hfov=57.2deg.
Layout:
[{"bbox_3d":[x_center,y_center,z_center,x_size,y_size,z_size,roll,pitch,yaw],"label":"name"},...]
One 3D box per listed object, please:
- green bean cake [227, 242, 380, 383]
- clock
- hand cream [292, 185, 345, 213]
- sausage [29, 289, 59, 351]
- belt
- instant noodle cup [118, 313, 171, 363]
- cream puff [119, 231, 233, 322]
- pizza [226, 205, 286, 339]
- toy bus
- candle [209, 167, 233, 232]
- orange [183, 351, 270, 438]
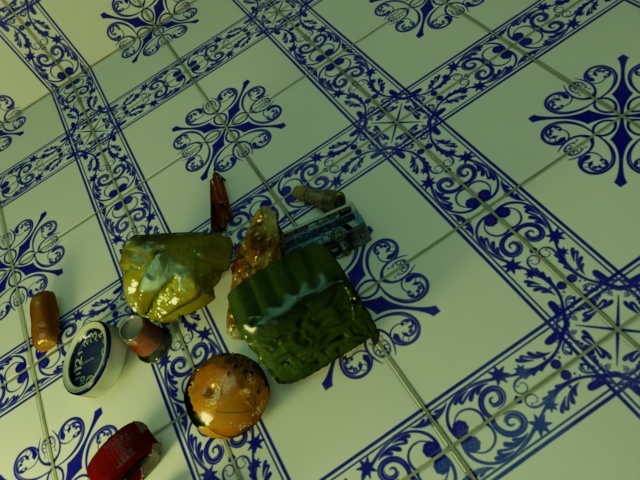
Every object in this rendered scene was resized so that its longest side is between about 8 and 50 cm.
[{"bbox_3d":[-0.042,0.212,1.556,0.319,0.335,0.218,-32,42,2],"label":"green bean cake"},{"bbox_3d":[-0.700,0.368,1.822,0.230,0.083,0.231,-18,59,34],"label":"clock"},{"bbox_3d":[-0.014,-0.139,1.945,0.203,0.084,0.084,18,65,39],"label":"hand cream"},{"bbox_3d":[-0.950,0.270,2.024,0.098,0.098,0.238,-26,52,3],"label":"sausage"},{"bbox_3d":[-0.540,0.596,1.609,0.201,0.128,0.124,-47,54,-11],"label":"belt"},{"bbox_3d":[-0.548,0.297,1.812,0.127,0.136,0.127,-11,53,15],"label":"instant noodle cup"},{"bbox_3d":[-0.454,0.110,1.813,0.377,0.378,0.276,-2,94,20],"label":"cream puff"},{"bbox_3d":[-0.194,0.100,1.744,0.277,0.113,0.409,19,96,61],"label":"pizza"},{"bbox_3d":[0.000,0.000,1.820,0.297,0.106,0.131,-23,50,4],"label":"toy bus"},{"bbox_3d":[-0.365,-0.149,2.098,0.084,0.059,0.302,-16,52,-1],"label":"candle"},{"bbox_3d":[-0.255,0.418,1.592,0.234,0.182,0.235,-4,65,9],"label":"orange"}]
